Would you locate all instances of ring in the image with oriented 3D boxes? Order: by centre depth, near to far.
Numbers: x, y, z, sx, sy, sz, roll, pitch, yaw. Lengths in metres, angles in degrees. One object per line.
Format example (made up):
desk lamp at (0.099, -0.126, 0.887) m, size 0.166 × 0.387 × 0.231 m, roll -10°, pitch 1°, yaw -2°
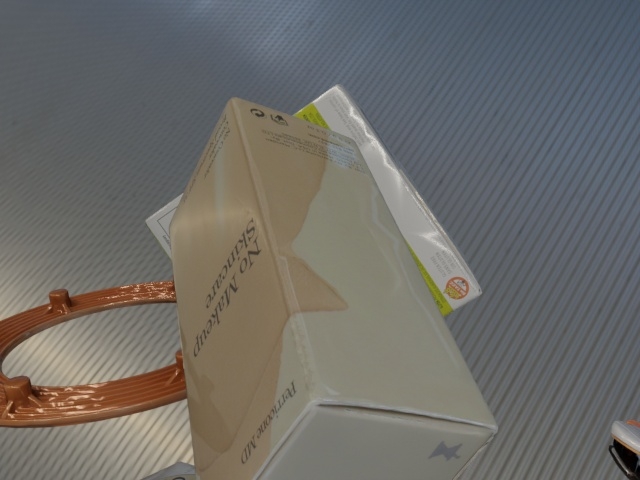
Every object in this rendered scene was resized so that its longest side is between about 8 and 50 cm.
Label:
ring at (-0.202, 0.089, 0.731) m, size 0.337 × 0.032 × 0.336 m, roll -6°, pitch 16°, yaw 2°

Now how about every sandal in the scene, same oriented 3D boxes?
sandal at (0.469, 0.320, 1.090) m, size 0.102 × 0.265 × 0.076 m, roll 37°, pitch 98°, yaw 41°

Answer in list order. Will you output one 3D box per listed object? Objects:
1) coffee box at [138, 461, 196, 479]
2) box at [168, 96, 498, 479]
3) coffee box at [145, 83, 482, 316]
coffee box at (-0.257, 0.432, 1.034) m, size 0.168 × 0.297 × 0.118 m, roll 0°, pitch 98°, yaw 42°
box at (-0.017, 0.046, 0.516) m, size 0.148 × 0.121 × 0.311 m, roll -59°, pitch 30°, yaw 27°
coffee box at (0.000, 0.000, 1.138) m, size 0.334 × 0.337 × 0.338 m, roll -34°, pitch 93°, yaw 9°
